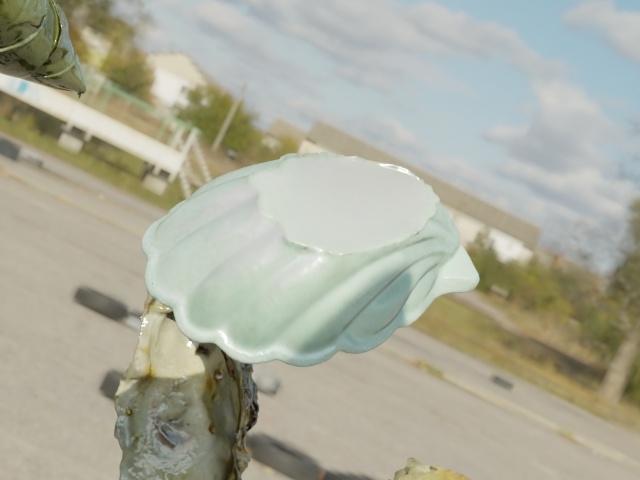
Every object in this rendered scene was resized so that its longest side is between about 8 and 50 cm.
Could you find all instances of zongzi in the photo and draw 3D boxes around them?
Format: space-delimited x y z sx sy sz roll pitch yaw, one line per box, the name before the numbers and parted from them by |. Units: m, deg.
zongzi | -0.213 -0.114 0.722 0.154 0.062 0.130 1 -25 9

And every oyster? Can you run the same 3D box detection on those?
oyster | -0.131 0.187 1.550 0.204 0.396 0.111 -1 -5 39

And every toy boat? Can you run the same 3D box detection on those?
toy boat | 0.000 0.000 1.124 0.290 0.100 0.199 -6 51 -29

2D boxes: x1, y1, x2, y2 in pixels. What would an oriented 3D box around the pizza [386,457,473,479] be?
pizza | 0.160 0.325 0.649 0.406 0.130 0.440 10 45 -4
